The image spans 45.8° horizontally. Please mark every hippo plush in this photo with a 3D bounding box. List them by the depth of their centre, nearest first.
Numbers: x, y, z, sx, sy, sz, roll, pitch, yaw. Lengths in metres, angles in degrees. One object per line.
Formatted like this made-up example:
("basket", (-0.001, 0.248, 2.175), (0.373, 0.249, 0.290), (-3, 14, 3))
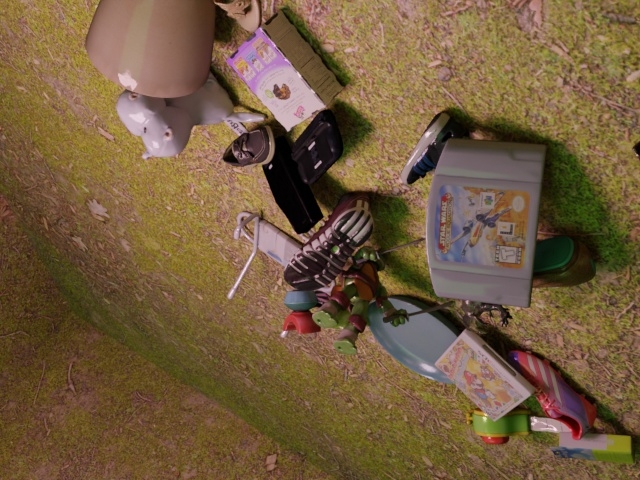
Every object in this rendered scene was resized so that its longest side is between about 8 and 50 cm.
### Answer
("hippo plush", (-0.338, -0.282, 1.730), (0.294, 0.236, 0.234), (47, 150, -12))

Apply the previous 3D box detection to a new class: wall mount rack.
("wall mount rack", (-0.134, 0.090, 2.086), (0.350, 0.130, 0.304), (34, 144, 20))

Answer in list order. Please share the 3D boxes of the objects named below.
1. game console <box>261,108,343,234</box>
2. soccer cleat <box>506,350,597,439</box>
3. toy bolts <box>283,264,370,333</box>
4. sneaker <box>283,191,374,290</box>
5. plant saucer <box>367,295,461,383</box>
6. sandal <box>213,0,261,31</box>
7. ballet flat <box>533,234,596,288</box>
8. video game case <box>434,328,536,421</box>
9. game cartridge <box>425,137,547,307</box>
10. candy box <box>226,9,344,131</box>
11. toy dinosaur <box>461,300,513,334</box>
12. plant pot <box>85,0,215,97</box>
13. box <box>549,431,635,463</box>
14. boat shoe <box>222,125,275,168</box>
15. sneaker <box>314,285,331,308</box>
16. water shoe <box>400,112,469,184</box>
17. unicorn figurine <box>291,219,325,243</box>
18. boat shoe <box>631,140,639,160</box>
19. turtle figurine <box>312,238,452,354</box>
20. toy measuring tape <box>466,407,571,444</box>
("game console", (-0.030, -0.155, 1.666), (0.213, 0.043, 0.361), (64, 152, 7))
("soccer cleat", (0.524, 0.351, 1.742), (0.248, 0.095, 0.083), (39, 151, 1))
("toy bolts", (-0.009, 0.146, 1.949), (0.218, 0.228, 0.159), (-2, 90, 50))
("sneaker", (0.031, -0.007, 1.739), (0.106, 0.163, 0.281), (39, 124, -16))
("plant saucer", (0.261, 0.250, 1.966), (0.317, 0.044, 0.318), (30, 150, 19))
("sandal", (-0.175, -0.479, 1.431), (0.088, 0.079, 0.240), (28, 149, 21))
("ballet flat", (0.393, 0.058, 1.505), (0.124, 0.116, 0.342), (34, 153, -31))
("video game case", (0.388, 0.326, 1.821), (0.206, 0.026, 0.227), (43, 153, 13))
("game cartridge", (0.288, -0.030, 1.354), (0.198, 0.062, 0.297), (4, 108, 13))
("candy box", (-0.072, -0.334, 1.520), (0.196, 0.070, 0.164), (49, 150, -13))
("toy dinosaur", (0.316, 0.095, 1.456), (0.118, 0.064, 0.268), (21, 131, 42))
("plant pot", (-0.307, -0.467, 1.470), (0.256, 0.256, 0.274), (36, 135, 7))
("box", (0.635, 0.484, 1.771), (0.178, 0.043, 0.109), (-2, 151, 26))
("boat shoe", (-0.168, -0.208, 1.751), (0.223, 0.073, 0.080), (165, 95, -66))
("sneaker", (0.045, 0.200, 2.111), (0.178, 0.077, 0.072), (30, 150, 17))
("water shoe", (0.213, -0.154, 1.434), (0.080, 0.073, 0.203), (34, 151, 6))
("unicorn figurine", (0.000, 0.000, 1.921), (0.162, 0.060, 0.111), (27, 153, 55))
("boat shoe", (0.513, -0.128, 1.119), (0.095, 0.095, 0.258), (33, 147, 41))
("turtle figurine", (0.126, 0.121, 1.722), (0.274, 0.266, 0.198), (22, 144, 24))
("toy measuring tape", (0.487, 0.463, 1.912), (0.330, 0.121, 0.121), (-7, 127, 53))
